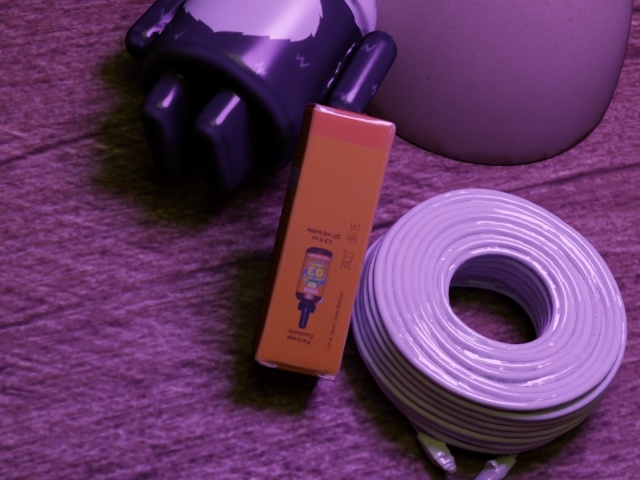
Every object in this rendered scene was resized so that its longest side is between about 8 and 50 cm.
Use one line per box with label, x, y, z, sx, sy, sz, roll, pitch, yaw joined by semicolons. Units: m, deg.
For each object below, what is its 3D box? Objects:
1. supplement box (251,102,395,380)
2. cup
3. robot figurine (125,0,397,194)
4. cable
supplement box;0.000;0.000;1.673;0.078;0.080;0.233;13;92;-9
cup;0.183;-0.276;1.903;0.331;0.237;0.331;8;55;-12
robot figurine;-0.060;-0.176;1.786;0.209;0.173;0.278;40;58;-10
cable;0.153;0.070;1.741;0.257;0.089;0.257;-30;69;-32
